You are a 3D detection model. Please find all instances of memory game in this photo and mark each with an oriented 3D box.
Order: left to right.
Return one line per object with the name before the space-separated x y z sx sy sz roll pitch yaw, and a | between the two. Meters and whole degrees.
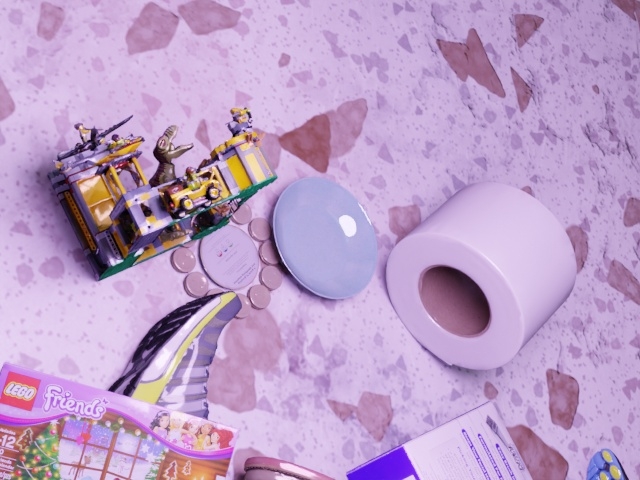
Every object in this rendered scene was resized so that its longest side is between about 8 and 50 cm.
memory game | -0.132 0.023 1.759 0.186 0.012 0.186 15 64 -32

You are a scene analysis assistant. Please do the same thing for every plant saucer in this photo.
plant saucer | 0.000 0.000 1.846 0.195 0.037 0.195 15 63 -33

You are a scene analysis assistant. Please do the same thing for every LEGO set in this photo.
LEGO set | -0.218 -0.095 1.569 0.255 0.331 0.192 -25 86 -17

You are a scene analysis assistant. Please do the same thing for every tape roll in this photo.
tape roll | 0.246 0.053 1.874 0.169 0.246 0.246 -40 97 -39

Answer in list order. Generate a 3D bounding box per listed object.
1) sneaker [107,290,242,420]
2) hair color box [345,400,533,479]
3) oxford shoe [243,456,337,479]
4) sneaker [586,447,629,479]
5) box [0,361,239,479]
sneaker | -0.190 0.188 1.605 0.121 0.111 0.300 48 59 -20
hair color box | 0.185 0.353 1.709 0.339 0.110 0.185 -7 67 -61
oxford shoe | 0.022 0.419 1.647 0.348 0.123 0.130 39 58 -16
sneaker | 0.503 0.436 2.036 0.078 0.067 0.188 -20 82 -61
box | -0.264 0.280 1.447 0.293 0.057 0.201 17 79 -11
